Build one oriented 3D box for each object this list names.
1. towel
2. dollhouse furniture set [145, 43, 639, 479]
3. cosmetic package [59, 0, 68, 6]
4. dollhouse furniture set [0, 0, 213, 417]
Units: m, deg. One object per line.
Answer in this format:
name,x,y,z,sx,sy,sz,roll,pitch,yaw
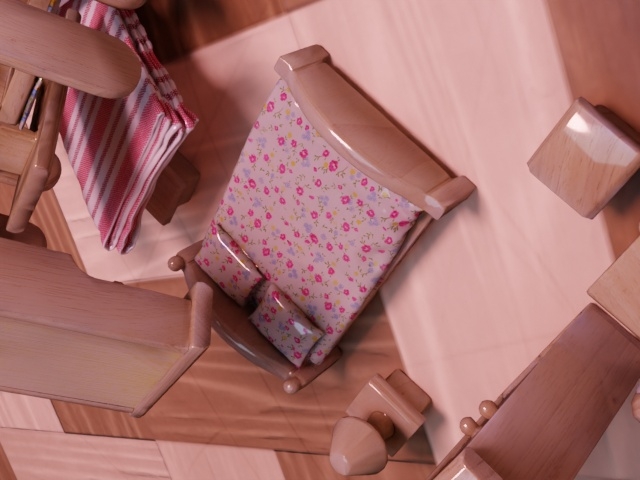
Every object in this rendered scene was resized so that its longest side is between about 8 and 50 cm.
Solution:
towel,-0.157,-0.107,0.606,0.144,0.029,0.197,-54,53,41
dollhouse furniture set,0.000,0.000,0.464,0.355,0.174,0.303,43,131,14
cosmetic package,-0.185,-0.220,0.559,0.239,0.060,0.099,-13,74,42
dollhouse furniture set,-0.160,-0.032,0.520,0.212,0.161,0.242,-46,37,45
